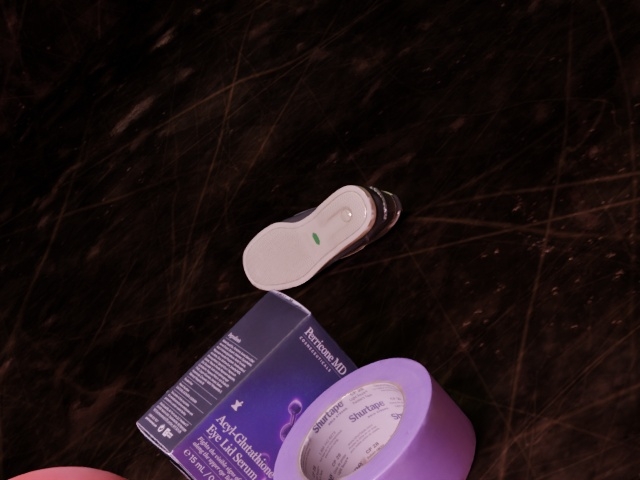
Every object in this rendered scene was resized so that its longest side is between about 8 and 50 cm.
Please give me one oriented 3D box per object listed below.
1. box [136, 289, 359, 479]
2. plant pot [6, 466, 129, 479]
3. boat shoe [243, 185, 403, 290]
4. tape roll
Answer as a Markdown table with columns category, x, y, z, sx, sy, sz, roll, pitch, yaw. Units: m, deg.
| category | x | y | z | sx | sy | sz | roll | pitch | yaw |
| --- | --- | --- | --- | --- | --- | --- | --- | --- | --- |
| box | -0.058 | 0.180 | 1.852 | 0.207 | 0.153 | 0.108 | -46 | 26 | -9 |
| plant pot | -0.226 | 0.388 | 1.663 | 0.275 | 0.275 | 0.243 | -42 | 36 | -2 |
| boat shoe | 0.000 | 0.000 | 2.177 | 0.233 | 0.084 | 0.079 | -29 | -11 | 38 |
| tape roll | 0.052 | 0.210 | 1.740 | 0.189 | 0.080 | 0.189 | -32 | 27 | 19 |
